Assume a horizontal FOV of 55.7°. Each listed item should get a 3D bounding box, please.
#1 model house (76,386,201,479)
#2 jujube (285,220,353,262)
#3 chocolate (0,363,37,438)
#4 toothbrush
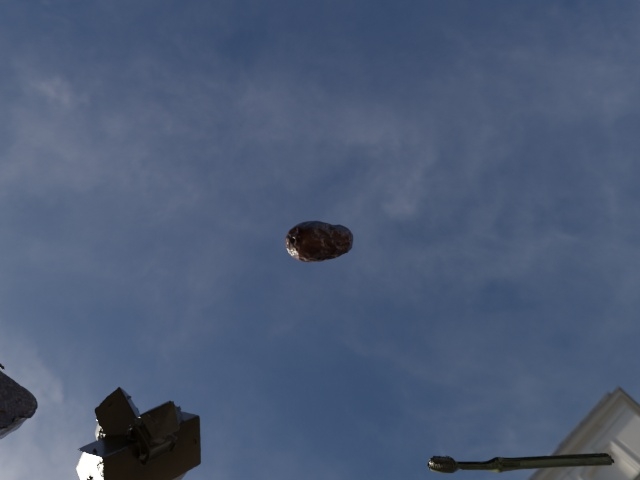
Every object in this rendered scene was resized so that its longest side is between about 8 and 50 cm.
[{"bbox_3d":[-0.290,0.310,0.994,0.176,0.181,0.248,53,-50,22],"label":"model house"},{"bbox_3d":[0.000,0.000,1.071,0.129,0.077,0.077,-6,-77,-35],"label":"jujube"},{"bbox_3d":[-0.606,0.271,1.029,0.214,0.148,0.093,38,-77,5],"label":"chocolate"},{"bbox_3d":[0.322,0.365,0.995,0.294,0.026,0.028,-6,-51,15],"label":"toothbrush"}]
